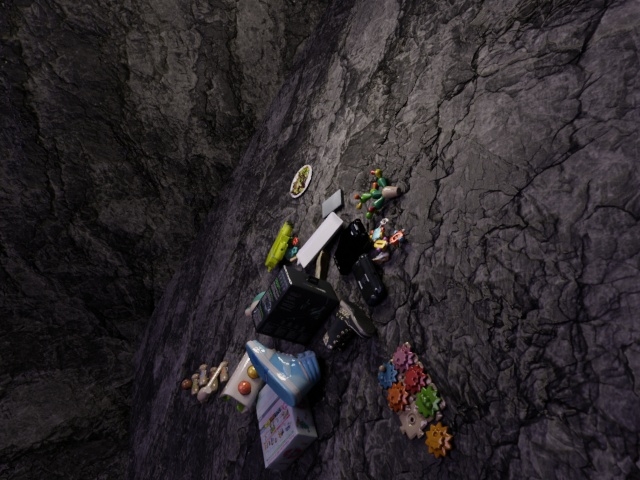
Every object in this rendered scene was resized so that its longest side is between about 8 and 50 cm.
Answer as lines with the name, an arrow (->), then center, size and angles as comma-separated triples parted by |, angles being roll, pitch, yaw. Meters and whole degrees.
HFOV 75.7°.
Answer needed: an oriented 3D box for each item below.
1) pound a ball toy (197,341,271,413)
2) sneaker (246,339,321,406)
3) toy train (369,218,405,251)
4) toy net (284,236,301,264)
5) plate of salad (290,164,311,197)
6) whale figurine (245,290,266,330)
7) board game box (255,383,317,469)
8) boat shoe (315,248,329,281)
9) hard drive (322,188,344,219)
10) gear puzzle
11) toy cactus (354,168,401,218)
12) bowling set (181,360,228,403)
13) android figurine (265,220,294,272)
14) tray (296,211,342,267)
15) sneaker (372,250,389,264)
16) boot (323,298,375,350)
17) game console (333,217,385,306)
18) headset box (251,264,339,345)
pound a ball toy -> -0.343, 0.571, 1.750 | 0.135, 0.208, 0.319 | -48, 8, 44
sneaker -> -0.130, 0.469, 1.599 | 0.319, 0.208, 0.127 | 39, 142, 29
toy train -> 0.252, -0.011, 1.527 | 0.125, 0.046, 0.166 | -42, 29, 7
toy net -> -0.109, 0.058, 2.028 | 0.232, 0.045, 0.122 | 20, 85, 57
plate of salad -> -0.117, -0.336, 2.303 | 0.200, 0.048, 0.199 | -34, 43, 40
whale figurine -> -0.235, 0.334, 1.888 | 0.272, 0.216, 0.141 | 108, 174, -48
board game box -> -0.142, 0.681, 1.599 | 0.224, 0.098, 0.303 | -53, 32, 21
boat shoe -> 0.003, 0.111, 1.809 | 0.048, 0.056, 0.152 | -14, 65, 47
hard drive -> 0.058, -0.170, 1.947 | 0.135, 0.022, 0.094 | -37, 41, 39
gear puzzle -> 0.262, 0.463, 1.180 | 0.175, 0.044, 0.339 | -54, 33, 19
toy cactus -> 0.234, -0.195, 1.639 | 0.181, 0.112, 0.218 | -1, 59, 46
bowling set -> -0.639, 0.740, 2.226 | 0.287, 0.200, 0.154 | -45, 35, 24
android figurine -> -0.213, 0.035, 2.121 | 0.272, 0.056, 0.248 | -65, 11, 8
tray -> 0.000, 0.000, 1.870 | 0.270, 0.030, 0.145 | -50, 29, 6
sneaker -> 0.226, 0.063, 1.532 | 0.083, 0.032, 0.037 | -25, 33, 45
boot -> 0.098, 0.336, 1.482 | 0.178, 0.085, 0.236 | -62, 25, 10
game console -> 0.147, 0.098, 1.578 | 0.213, 0.044, 0.361 | -63, 34, 36
headset box -> -0.100, 0.262, 1.673 | 0.283, 0.246, 0.131 | -55, 33, 19
